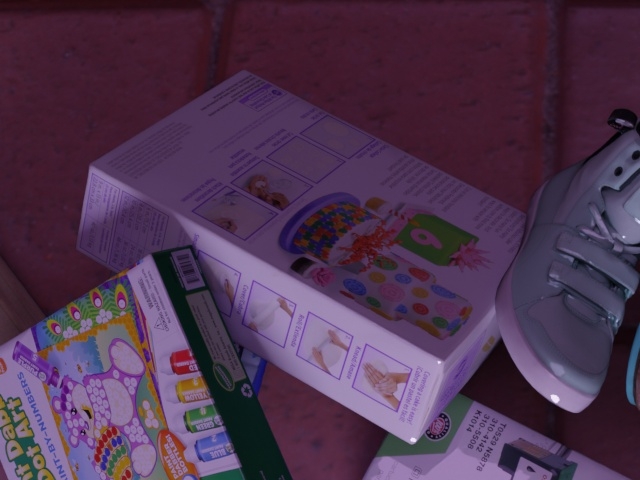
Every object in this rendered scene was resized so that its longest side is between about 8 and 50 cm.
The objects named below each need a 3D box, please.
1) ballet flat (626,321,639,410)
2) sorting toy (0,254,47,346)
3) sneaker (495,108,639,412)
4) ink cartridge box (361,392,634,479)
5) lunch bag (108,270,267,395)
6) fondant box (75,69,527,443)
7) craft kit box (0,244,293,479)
[{"bbox_3d":[0.363,-0.017,1.213,0.139,0.139,0.400,20,55,15],"label":"ballet flat"},{"bbox_3d":[-0.387,0.133,1.352,0.307,0.041,0.229,-41,68,-2],"label":"sorting toy"},{"bbox_3d":[0.218,0.004,1.153,0.094,0.151,0.256,32,41,-16],"label":"sneaker"},{"bbox_3d":[0.143,0.231,1.211,0.219,0.092,0.160,25,74,16],"label":"ink cartridge box"},{"bbox_3d":[-0.119,0.091,1.304,0.151,0.096,0.128,15,72,1],"label":"lunch bag"},{"bbox_3d":[0.000,0.000,1.253,0.330,0.096,0.238,28,36,18],"label":"fondant box"},{"bbox_3d":[-0.150,0.165,1.196,0.247,0.061,0.250,-31,80,38],"label":"craft kit box"}]
